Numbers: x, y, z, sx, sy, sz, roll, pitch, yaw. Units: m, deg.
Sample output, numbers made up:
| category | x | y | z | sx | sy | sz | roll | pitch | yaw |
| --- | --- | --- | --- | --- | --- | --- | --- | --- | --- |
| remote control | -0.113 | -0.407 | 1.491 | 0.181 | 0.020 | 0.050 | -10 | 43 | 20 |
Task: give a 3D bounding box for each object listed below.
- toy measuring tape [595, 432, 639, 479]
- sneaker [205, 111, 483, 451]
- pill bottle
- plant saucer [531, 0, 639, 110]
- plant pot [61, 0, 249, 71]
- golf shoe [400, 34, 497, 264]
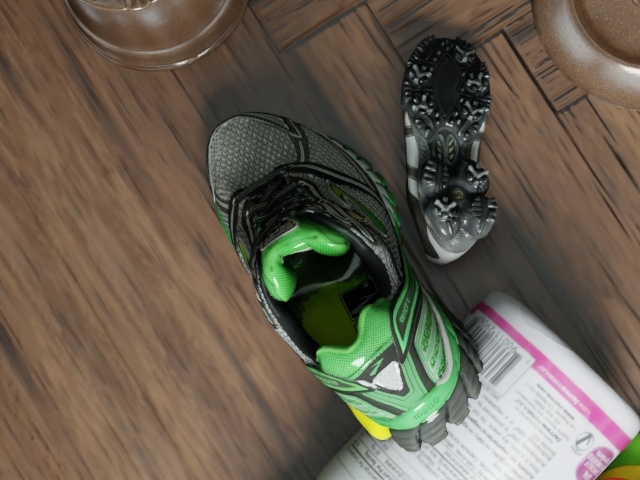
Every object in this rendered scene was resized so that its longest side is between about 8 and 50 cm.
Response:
| category | x | y | z | sx | sy | sz | roll | pitch | yaw |
| --- | --- | --- | --- | --- | --- | --- | --- | --- | --- |
| toy measuring tape | 0.212 | 0.286 | 1.410 | 0.121 | 0.121 | 0.330 | 38 | 90 | 6 |
| sneaker | 0.000 | 0.000 | 1.383 | 0.134 | 0.146 | 0.343 | -41 | 47 | 4 |
| pill bottle | 0.099 | 0.190 | 1.405 | 0.160 | 0.160 | 0.283 | 44 | 91 | 6 |
| plant saucer | 0.273 | -0.206 | 1.481 | 0.199 | 0.036 | 0.198 | 0 | 87 | 5 |
| plant pot | -0.145 | -0.229 | 1.449 | 0.167 | 0.165 | 0.167 | 0 | 87 | 4 |
| golf shoe | 0.095 | -0.073 | 1.469 | 0.077 | 0.094 | 0.198 | 7 | 60 | -9 |
